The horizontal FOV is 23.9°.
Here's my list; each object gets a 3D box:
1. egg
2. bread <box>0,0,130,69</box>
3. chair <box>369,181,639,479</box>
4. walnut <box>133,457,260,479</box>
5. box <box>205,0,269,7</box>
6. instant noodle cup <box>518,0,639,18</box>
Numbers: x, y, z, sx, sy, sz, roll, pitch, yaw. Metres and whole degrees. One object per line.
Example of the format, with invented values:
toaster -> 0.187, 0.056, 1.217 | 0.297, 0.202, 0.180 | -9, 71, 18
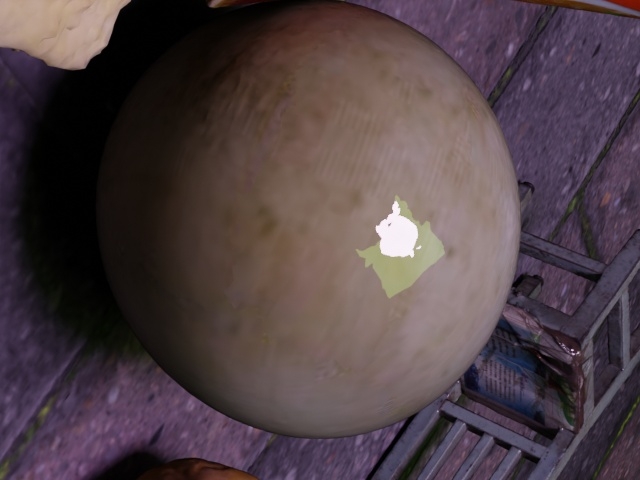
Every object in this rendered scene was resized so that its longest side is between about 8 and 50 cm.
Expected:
egg -> 0.000, 0.000, 0.808 | 0.218, 0.218, 0.295 | -56, 155, -17
bread -> -0.103, -0.263, 0.497 | 0.375, 0.165, 0.236 | -67, 156, 0
chair -> 0.153, 0.101, 1.225 | 0.270, 0.136, 0.147 | -47, 145, -28
walnut -> -0.080, 0.232, 0.914 | 0.167, 0.167, 0.207 | -32, 134, -46
box -> 0.010, -0.203, 0.749 | 0.074, 0.153, 0.240 | -30, 173, 37
instant noodle cup -> 0.085, -0.155, 0.533 | 0.193, 0.212, 0.193 | 18, 90, -75
